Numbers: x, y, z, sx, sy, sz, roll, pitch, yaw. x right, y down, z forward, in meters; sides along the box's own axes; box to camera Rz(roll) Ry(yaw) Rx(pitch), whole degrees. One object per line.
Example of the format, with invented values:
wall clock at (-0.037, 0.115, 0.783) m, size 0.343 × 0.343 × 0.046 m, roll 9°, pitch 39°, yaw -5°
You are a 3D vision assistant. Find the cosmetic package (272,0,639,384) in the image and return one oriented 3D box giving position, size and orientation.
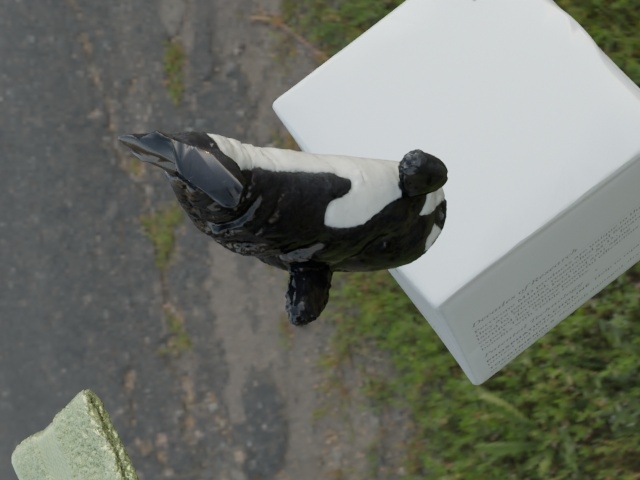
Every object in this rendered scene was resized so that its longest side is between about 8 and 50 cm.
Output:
cosmetic package at (0.201, -0.078, 1.461) m, size 0.327 × 0.394 × 0.329 m, roll -37°, pitch 66°, yaw -1°

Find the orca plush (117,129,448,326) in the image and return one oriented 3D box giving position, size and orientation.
orca plush at (0.000, 0.000, 0.720) m, size 0.151 × 0.287 × 0.102 m, roll -5°, pitch 84°, yaw 18°

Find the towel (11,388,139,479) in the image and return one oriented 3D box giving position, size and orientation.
towel at (-0.184, 0.202, 0.923) m, size 0.110 × 0.027 × 0.148 m, roll -40°, pitch 63°, yaw 25°
